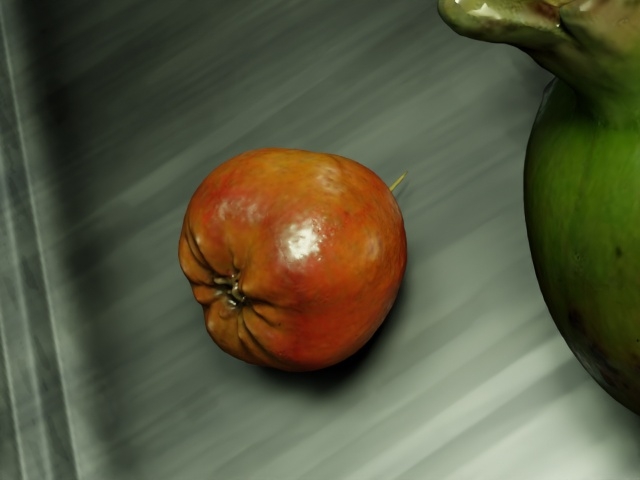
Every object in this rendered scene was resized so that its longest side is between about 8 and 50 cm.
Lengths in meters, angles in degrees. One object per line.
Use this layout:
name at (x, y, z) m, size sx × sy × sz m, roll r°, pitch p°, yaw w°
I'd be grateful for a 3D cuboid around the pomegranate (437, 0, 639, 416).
pomegranate at (0.172, -0.044, 0.676) m, size 0.306 × 0.242 × 0.242 m, roll 42°, pitch 83°, yaw -2°

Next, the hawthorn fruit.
hawthorn fruit at (-0.008, 0.011, 0.803) m, size 0.125 × 0.140 × 0.125 m, roll -10°, pitch 76°, yaw 47°
